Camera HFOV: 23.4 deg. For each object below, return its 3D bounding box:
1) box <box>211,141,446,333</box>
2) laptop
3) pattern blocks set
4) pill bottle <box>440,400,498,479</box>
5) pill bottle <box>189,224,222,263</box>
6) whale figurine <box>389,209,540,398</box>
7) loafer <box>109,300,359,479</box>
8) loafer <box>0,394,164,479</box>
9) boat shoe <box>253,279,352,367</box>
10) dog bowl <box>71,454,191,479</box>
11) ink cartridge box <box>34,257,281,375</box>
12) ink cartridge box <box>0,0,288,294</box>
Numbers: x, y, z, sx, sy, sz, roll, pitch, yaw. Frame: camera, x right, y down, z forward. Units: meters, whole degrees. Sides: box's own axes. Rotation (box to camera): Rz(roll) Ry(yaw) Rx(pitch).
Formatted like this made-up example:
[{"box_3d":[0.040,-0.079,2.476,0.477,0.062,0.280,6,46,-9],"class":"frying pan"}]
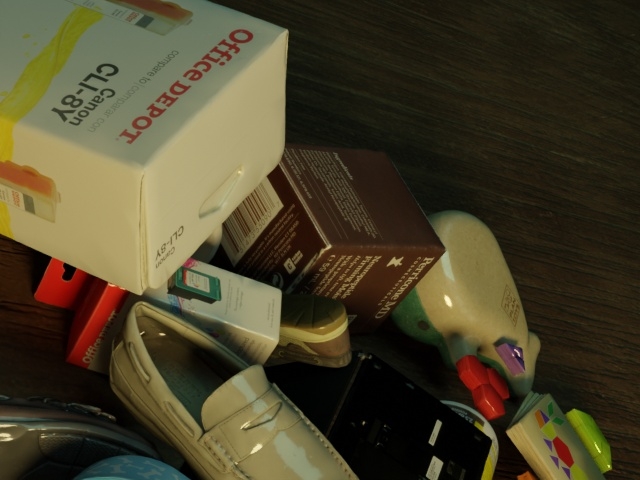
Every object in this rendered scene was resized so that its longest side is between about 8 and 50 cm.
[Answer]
[{"box_3d":[0.000,0.000,1.827,0.203,0.168,0.167,2,48,-44],"class":"box"},{"box_3d":[0.017,0.233,1.585,0.264,0.136,0.234,35,33,-4],"class":"laptop"},{"box_3d":[0.290,0.269,1.849,0.325,0.026,0.285,61,26,12],"class":"pattern blocks set"},{"box_3d":[0.119,0.275,1.666,0.117,0.117,0.215,37,32,-6],"class":"pill bottle"},{"box_3d":[-0.201,-0.103,1.748,0.169,0.169,0.302,23,36,-25],"class":"pill bottle"},{"box_3d":[0.177,0.089,1.966,0.272,0.141,0.216,49,40,-30],"class":"whale figurine"},{"box_3d":[-0.077,0.171,1.423,0.319,0.111,0.112,33,47,26],"class":"loafer"},{"box_3d":[-0.283,0.171,1.398,0.302,0.109,0.095,12,38,-33],"class":"loafer"},{"box_3d":[-0.052,0.095,1.680,0.080,0.223,0.073,-32,117,-36],"class":"boat shoe"},{"box_3d":[-0.117,0.303,1.361,0.297,0.166,0.074,36,22,-6],"class":"dog bowl"},{"box_3d":[-0.170,0.080,1.573,0.231,0.134,0.078,19,42,-16],"class":"ink cartridge box"},{"box_3d":[-0.259,-0.145,1.545,0.384,0.160,0.279,22,45,18],"class":"ink cartridge box"}]
